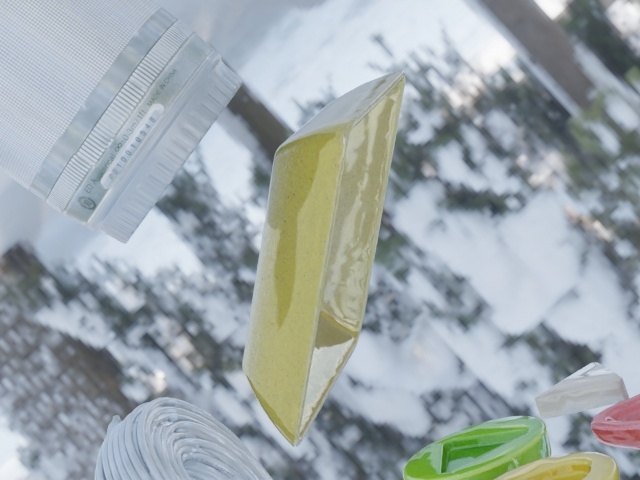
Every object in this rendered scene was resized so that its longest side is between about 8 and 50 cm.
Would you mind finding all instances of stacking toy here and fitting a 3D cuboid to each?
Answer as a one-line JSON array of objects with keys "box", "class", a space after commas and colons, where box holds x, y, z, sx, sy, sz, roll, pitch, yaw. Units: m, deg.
[{"box": [0.234, 0.213, 1.208, 0.309, 0.130, 0.279, -23, -173, -23], "class": "stacking toy"}]

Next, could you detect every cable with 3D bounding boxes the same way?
[{"box": [-0.121, 0.281, 1.510, 0.089, 0.257, 0.257, -47, -171, 13], "class": "cable"}]

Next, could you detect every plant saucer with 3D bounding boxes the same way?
[{"box": [0.000, 0.000, 1.504, 0.333, 0.081, 0.333, -51, 151, -70], "class": "plant saucer"}]

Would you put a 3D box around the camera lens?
[{"box": [-0.242, -0.155, 1.384, 0.219, 0.274, 0.219, -53, -174, 8], "class": "camera lens"}]
